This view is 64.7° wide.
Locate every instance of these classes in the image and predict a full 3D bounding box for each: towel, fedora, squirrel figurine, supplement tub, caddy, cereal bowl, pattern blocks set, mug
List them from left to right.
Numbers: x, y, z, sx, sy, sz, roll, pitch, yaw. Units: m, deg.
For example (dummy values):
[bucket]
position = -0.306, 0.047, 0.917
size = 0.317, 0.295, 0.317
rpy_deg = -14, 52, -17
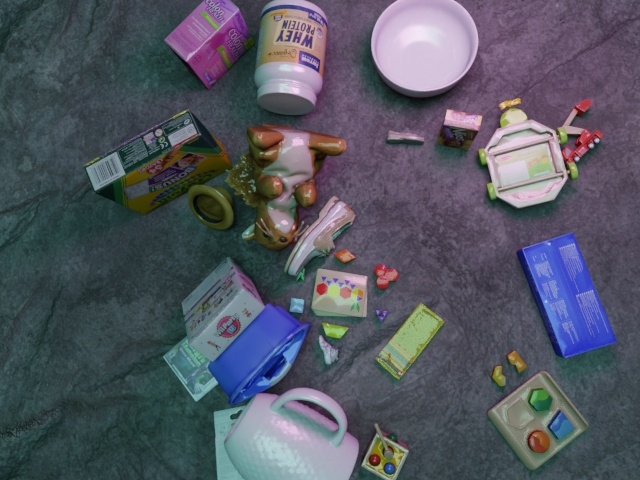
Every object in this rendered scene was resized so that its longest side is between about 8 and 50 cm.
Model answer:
[fedora]
position = -0.355, -0.124, 1.697
size = 0.194, 0.194, 0.079
rpy_deg = 31, 48, 9
[caddy]
position = -0.175, 0.355, 1.553
size = 0.179, 0.241, 0.341
rpy_deg = 43, 90, 14
[squirrel figurine]
position = -0.138, -0.169, 1.603
size = 0.280, 0.397, 0.371
rpy_deg = -2, 110, -27
[supplement tub]
position = -0.099, -0.600, 1.673
size = 0.228, 0.228, 0.317
rpy_deg = 4, 83, 7
[mug]
position = -0.074, 0.571, 1.446
size = 0.328, 0.276, 0.374
rpy_deg = 34, 115, 0
[pattern blocks set]
position = 0.069, 0.175, 1.655
size = 0.324, 0.026, 0.286
rpy_deg = 17, 84, 8
[towel]
position = 0.286, 0.322, 1.614
size = 0.102, 0.021, 0.237
rpy_deg = 39, 88, 9
[cereal bowl]
position = 0.337, -0.624, 1.672
size = 0.338, 0.141, 0.340
rpy_deg = -1, 82, 7

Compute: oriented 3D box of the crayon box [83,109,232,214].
[crayon box]
position = -0.503, -0.236, 1.627
size = 0.362, 0.313, 0.106
rpy_deg = -28, 77, 3

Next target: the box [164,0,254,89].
[box]
position = -0.370, -0.677, 1.721
size = 0.117, 0.213, 0.243
rpy_deg = 44, 88, 10

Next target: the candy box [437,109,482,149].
[candy box]
position = 0.437, -0.348, 1.601
size = 0.109, 0.187, 0.053
rpy_deg = 13, 85, 8

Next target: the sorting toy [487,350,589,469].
[sorting toy]
position = 0.632, 0.508, 1.540
size = 0.229, 0.041, 0.307
rpy_deg = -37, 80, 1

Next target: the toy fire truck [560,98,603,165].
[toy fire truck]
position = 0.826, -0.344, 1.628
size = 0.192, 0.047, 0.135
rpy_deg = -42, 80, 1

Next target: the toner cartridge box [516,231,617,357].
[toner cartridge box]
position = 0.752, 0.167, 1.555
size = 0.165, 0.075, 0.348
rpy_deg = -18, 81, 3

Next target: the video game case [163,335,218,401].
[video game case]
position = -0.402, 0.405, 1.680
size = 0.173, 0.022, 0.190
rpy_deg = -40, 80, 0

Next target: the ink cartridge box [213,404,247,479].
[ink cartridge box]
position = -0.240, 0.658, 1.625
size = 0.188, 0.066, 0.233
rpy_deg = -13, 60, 5

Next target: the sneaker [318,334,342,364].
[sneaker]
position = 0.036, 0.346, 1.633
size = 0.069, 0.038, 0.098
rpy_deg = -19, 90, 2

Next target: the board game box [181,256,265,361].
[board game box]
position = -0.308, 0.199, 1.557
size = 0.224, 0.303, 0.097
rpy_deg = -46, 114, 0

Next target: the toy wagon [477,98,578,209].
[toy wagon]
position = 0.647, -0.281, 1.614
size = 0.267, 0.068, 0.345
rpy_deg = -14, 81, 14

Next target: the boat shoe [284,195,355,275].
[boat shoe]
position = 0.000, 0.000, 1.635
size = 0.103, 0.113, 0.302
rpy_deg = 35, 81, 5

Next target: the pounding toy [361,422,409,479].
[pounding toy]
position = 0.194, 0.641, 1.542
size = 0.130, 0.100, 0.141
rpy_deg = 26, 86, 9

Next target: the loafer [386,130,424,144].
[loafer]
position = 0.286, -0.348, 1.692
size = 0.125, 0.045, 0.039
rpy_deg = 5, 76, 10
